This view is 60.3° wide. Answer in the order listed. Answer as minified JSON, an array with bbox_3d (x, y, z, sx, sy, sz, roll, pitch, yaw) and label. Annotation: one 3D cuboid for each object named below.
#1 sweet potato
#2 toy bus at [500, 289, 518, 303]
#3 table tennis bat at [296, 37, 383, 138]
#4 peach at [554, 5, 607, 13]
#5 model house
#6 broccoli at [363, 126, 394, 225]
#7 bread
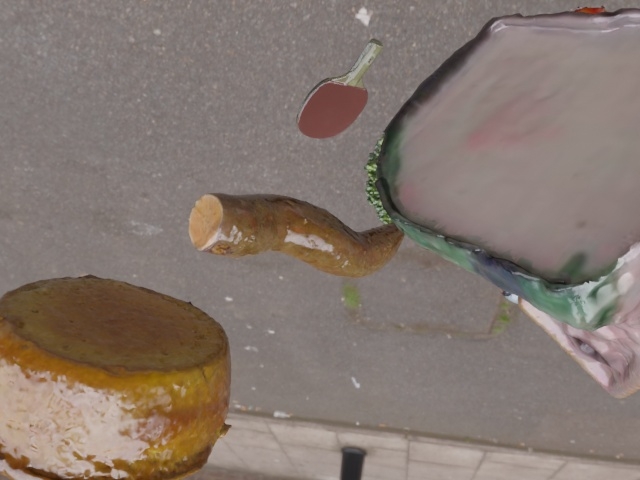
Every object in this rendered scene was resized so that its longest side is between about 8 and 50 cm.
[{"bbox_3d":[0.000,0.000,0.531,0.059,0.067,0.281,-33,151,33],"label":"sweet potato"},{"bbox_3d":[0.637,0.047,1.647,0.194,0.232,0.288,5,107,6],"label":"toy bus"},{"bbox_3d":[0.045,-0.296,1.103,0.138,0.022,0.246,5,141,-37],"label":"table tennis bat"},{"bbox_3d":[0.358,-0.285,0.782,0.098,0.061,0.098,-3,170,-1],"label":"peach"},{"bbox_3d":[0.197,-0.015,0.420,0.237,0.202,0.237,42,173,-36],"label":"model house"},{"bbox_3d":[0.281,-0.163,1.507,0.272,0.334,0.324,14,-164,24],"label":"broccoli"},{"bbox_3d":[-0.254,0.158,0.640,0.312,0.172,0.312,15,-169,-3],"label":"bread"}]
